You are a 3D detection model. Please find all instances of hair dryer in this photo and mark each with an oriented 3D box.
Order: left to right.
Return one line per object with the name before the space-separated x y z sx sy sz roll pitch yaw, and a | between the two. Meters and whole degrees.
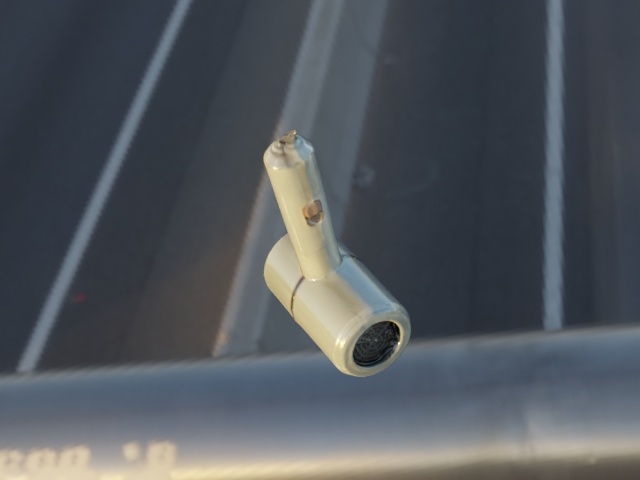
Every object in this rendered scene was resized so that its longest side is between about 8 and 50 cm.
hair dryer | 0.000 0.000 0.827 0.047 0.137 0.082 -29 45 -14
